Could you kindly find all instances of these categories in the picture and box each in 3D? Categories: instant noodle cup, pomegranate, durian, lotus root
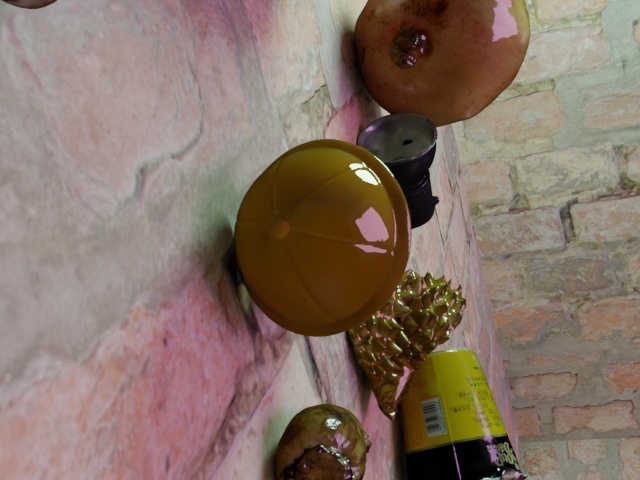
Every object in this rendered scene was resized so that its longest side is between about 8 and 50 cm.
[{"bbox_3d":[0.228,0.320,1.159,0.215,0.215,0.236,37,39,-63],"label":"instant noodle cup"},{"bbox_3d":[0.217,-0.379,1.249,0.338,0.338,0.338,-9,90,-71],"label":"pomegranate"},{"bbox_3d":[0.110,0.112,1.063,0.195,0.185,0.305,51,35,-11],"label":"durian"},{"bbox_3d":[0.009,0.232,0.731,0.191,0.094,0.108,20,86,-77],"label":"lotus root"}]

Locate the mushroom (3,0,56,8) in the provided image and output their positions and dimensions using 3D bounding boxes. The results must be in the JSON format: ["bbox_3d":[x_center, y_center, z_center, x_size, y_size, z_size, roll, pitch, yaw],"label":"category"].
[{"bbox_3d":[-0.187,-0.242,0.417,0.094,0.072,0.209,-15,99,-69],"label":"mushroom"}]

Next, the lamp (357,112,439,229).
[{"bbox_3d":[0.159,-0.105,1.260,0.227,0.147,0.172,72,33,-44],"label":"lamp"}]

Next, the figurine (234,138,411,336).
[{"bbox_3d":[-0.005,0.001,0.691,0.257,0.167,0.192,117,-39,-83],"label":"figurine"}]
